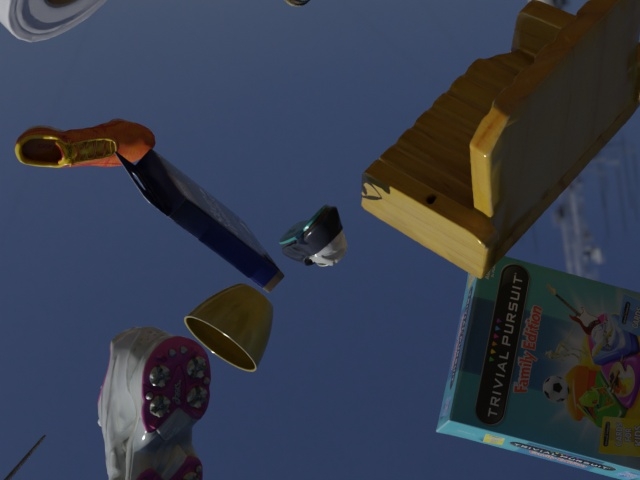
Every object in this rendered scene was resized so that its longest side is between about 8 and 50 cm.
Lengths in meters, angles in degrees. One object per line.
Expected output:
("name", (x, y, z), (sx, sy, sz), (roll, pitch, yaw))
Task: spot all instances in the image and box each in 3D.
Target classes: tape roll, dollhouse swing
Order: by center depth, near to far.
("dollhouse swing", (0.216, -0.190, 1.817), (0.347, 0.305, 0.315), (-46, -129, -15))
("tape roll", (-0.377, -0.428, 2.121), (0.100, 0.286, 0.286), (45, -137, 13))

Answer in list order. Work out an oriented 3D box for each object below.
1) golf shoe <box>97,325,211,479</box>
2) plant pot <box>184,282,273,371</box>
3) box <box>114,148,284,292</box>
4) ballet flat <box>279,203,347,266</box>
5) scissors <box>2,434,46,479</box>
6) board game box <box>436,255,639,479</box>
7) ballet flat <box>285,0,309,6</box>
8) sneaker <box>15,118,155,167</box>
("golf shoe", (-0.214, 0.247, 1.761), (0.115, 0.306, 0.140), (2, -166, -41))
("plant pot", (-0.126, 0.121, 2.216), (0.134, 0.134, 0.095), (12, -121, 49))
("box", (-0.148, -0.033, 1.782), (0.036, 0.225, 0.136), (-47, -141, 7))
("ballet flat", (0.000, 0.000, 1.865), (0.074, 0.074, 0.203), (-16, 177, -14))
("scissors", (-0.446, 0.362, 1.836), (0.297, 0.021, 0.109), (-50, 173, -11))
("board game box", (0.353, 0.181, 2.026), (0.336, 0.253, 0.079), (15, 159, -4))
("ballet flat", (-0.013, -0.476, 2.017), (0.123, 0.123, 0.348), (6, -112, 41))
("sneaker", (-0.293, -0.112, 1.815), (0.175, 0.064, 0.067), (-6, -157, 0))
